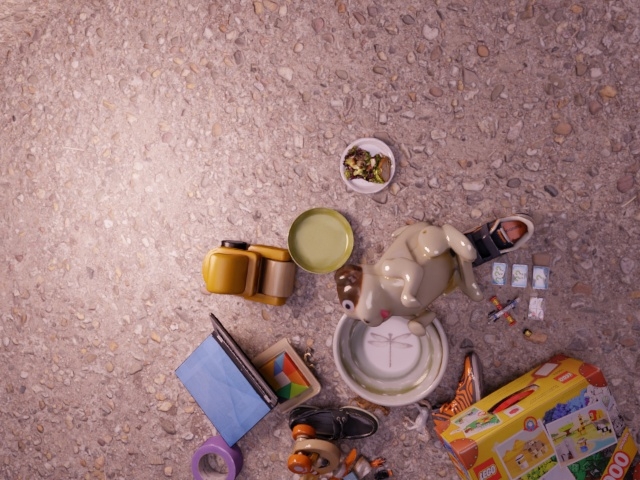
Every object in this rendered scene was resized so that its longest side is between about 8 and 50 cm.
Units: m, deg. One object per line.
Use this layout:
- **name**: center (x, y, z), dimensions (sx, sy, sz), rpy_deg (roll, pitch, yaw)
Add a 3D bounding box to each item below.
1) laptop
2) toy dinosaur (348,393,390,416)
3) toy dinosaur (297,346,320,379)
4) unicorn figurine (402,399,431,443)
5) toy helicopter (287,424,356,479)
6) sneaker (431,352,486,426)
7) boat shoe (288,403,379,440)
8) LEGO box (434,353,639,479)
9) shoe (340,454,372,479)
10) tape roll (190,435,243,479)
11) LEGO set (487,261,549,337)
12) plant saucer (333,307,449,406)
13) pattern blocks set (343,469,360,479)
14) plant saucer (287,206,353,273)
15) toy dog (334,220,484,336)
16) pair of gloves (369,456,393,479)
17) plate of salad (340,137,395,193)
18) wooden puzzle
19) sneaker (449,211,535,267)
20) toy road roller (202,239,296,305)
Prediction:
- **laptop**: center (-0.363, 0.526, 1.688), dimensions (0.236, 0.408, 0.382), rpy_deg (-38, 76, -21)
- **toy dinosaur**: center (0.160, 0.576, 1.649), dimensions (0.211, 0.112, 0.064), rpy_deg (25, 74, -26)
- **toy dinosaur**: center (-0.065, 0.448, 1.725), dimensions (0.183, 0.053, 0.093), rpy_deg (45, 103, 6)
- **unicorn figurine**: center (0.353, 0.646, 1.642), dimensions (0.111, 0.060, 0.162), rpy_deg (18, 97, 11)
- **toy helicopter**: center (-0.007, 0.825, 1.661), dimensions (0.234, 0.140, 0.355), rpy_deg (10, 128, -1)
- **sneaker**: center (0.470, 0.548, 1.580), dimensions (0.179, 0.124, 0.322), rpy_deg (-4, 78, 28)
- **boat shoe**: center (0.041, 0.677, 1.685), dimensions (0.339, 0.113, 0.127), rpy_deg (8, 95, 12)
- **LEGO box**: center (0.670, 0.648, 1.414), dimensions (0.499, 0.193, 0.373), rpy_deg (-27, 93, -8)
- **shoe**: center (0.109, 0.900, 1.704), dimensions (0.058, 0.076, 0.219), rpy_deg (38, 99, 13)
- **tape roll**: center (-0.409, 0.880, 1.815), dimensions (0.188, 0.080, 0.189), rpy_deg (1, 94, 11)
- **LEGO set**: center (0.666, 0.203, 1.548), dimensions (0.182, 0.060, 0.245), rpy_deg (5, 95, 16)
- **plant saucer**: center (0.247, 0.377, 1.628), dimensions (0.399, 0.100, 0.402), rpy_deg (1, 93, 13)
- **pattern blocks set**: center (0.148, 1.005, 1.630), dimensions (0.325, 0.026, 0.285), rpy_deg (44, 101, 15)
- **plant saucer**: center (0.000, 0.000, 1.670), dimensions (0.240, 0.037, 0.241), rpy_deg (0, 89, 0)
- **toy dog**: center (0.243, 0.110, 1.454), dimensions (0.407, 0.285, 0.396), rpy_deg (-29, 50, -5)
- **pair of gloves**: center (0.223, 0.850, 1.709), dimensions (0.074, 0.010, 0.083), rpy_deg (-26, 91, 11)
- **plate of salad**: center (0.166, -0.266, 1.631), dimensions (0.199, 0.048, 0.200), rpy_deg (1, 95, 13)
- **wooden puzzle**: center (-0.141, 0.515, 1.729), dimensions (0.221, 0.044, 0.239), rpy_deg (-38, 84, 25)
- **sneaker**: center (0.554, 0.004, 1.525), dimensions (0.321, 0.127, 0.126), rpy_deg (-33, 87, 14)
- **toy road roller**: center (-0.268, 0.121, 1.652), dimensions (0.329, 0.240, 0.203), rpy_deg (9, 96, 12)
